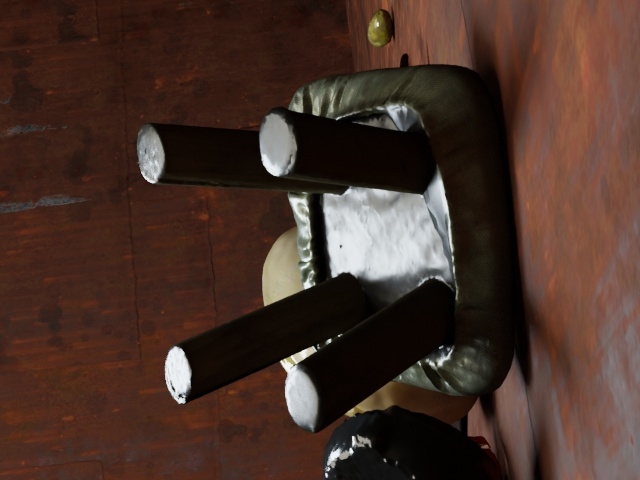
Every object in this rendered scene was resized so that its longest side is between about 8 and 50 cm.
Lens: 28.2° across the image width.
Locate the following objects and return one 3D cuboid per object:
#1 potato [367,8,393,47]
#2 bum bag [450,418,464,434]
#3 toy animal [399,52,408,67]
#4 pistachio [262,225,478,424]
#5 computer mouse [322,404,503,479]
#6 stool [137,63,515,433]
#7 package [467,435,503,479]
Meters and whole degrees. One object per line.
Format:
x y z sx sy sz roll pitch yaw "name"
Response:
0.106 -0.365 2.210 0.045 0.046 0.092 -58 -6 -23 "potato"
0.184 0.223 1.776 0.159 0.026 0.109 83 179 -46 "bum bag"
0.120 -0.161 1.730 0.105 0.070 0.202 -67 -27 -49 "toy animal"
0.067 0.101 1.522 0.321 0.238 0.229 43 148 37 "pistachio"
0.111 0.291 1.221 0.116 0.183 0.323 -45 -55 -49 "computer mouse"
0.000 0.000 1.179 0.310 0.226 0.310 1 98 54 "stool"
0.122 0.419 1.406 0.123 0.196 0.424 -114 18 -68 "package"
